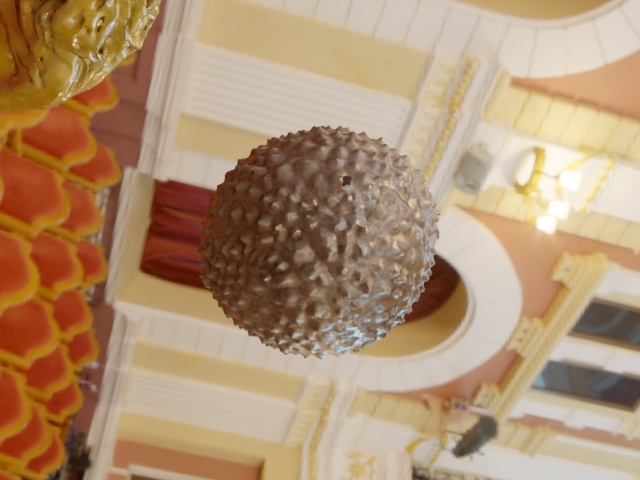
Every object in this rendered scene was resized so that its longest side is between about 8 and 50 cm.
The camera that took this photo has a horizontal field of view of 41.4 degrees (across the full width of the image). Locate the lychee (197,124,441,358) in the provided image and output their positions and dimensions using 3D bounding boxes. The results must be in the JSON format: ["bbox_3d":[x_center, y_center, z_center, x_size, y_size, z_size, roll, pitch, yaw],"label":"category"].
[{"bbox_3d":[-0.001,0.005,1.015,0.300,0.300,0.300,-167,-90,-81],"label":"lychee"}]

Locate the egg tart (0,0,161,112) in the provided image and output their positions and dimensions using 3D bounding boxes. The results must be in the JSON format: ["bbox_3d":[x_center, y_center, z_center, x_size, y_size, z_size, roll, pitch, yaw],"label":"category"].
[{"bbox_3d":[-0.209,-0.188,0.431,0.295,0.295,0.116,117,-16,-58],"label":"egg tart"}]
